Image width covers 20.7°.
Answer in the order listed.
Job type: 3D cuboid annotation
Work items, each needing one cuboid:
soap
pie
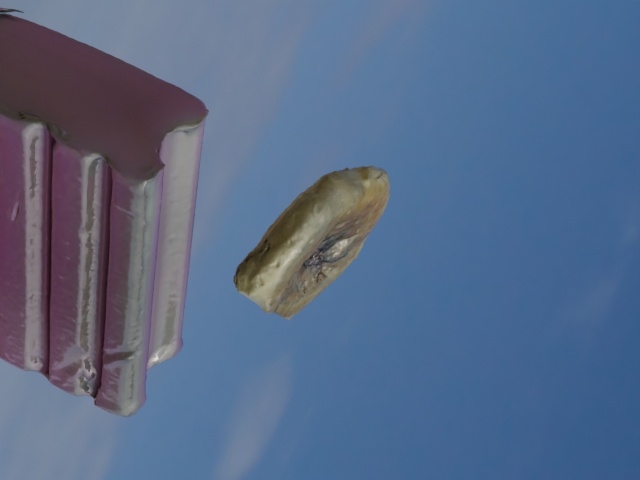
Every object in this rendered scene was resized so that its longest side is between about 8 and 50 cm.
[{"bbox_3d":[-0.126,-0.007,0.879,0.065,0.122,0.203,-56,167,-37],"label":"soap"},{"bbox_3d":[-0.002,-0.002,1.701,0.185,0.052,0.218,-50,164,6],"label":"pie"}]
